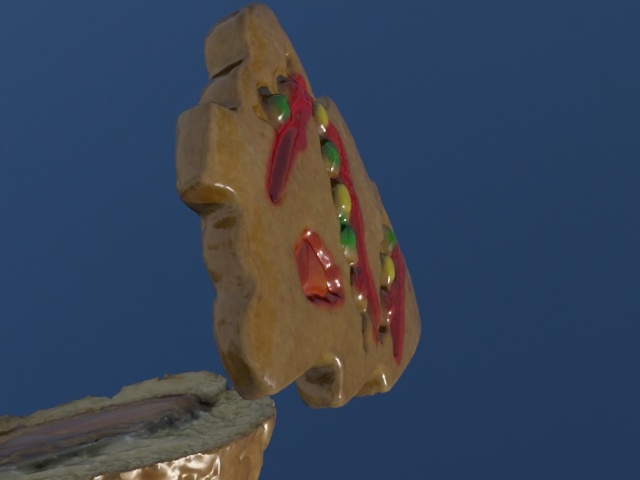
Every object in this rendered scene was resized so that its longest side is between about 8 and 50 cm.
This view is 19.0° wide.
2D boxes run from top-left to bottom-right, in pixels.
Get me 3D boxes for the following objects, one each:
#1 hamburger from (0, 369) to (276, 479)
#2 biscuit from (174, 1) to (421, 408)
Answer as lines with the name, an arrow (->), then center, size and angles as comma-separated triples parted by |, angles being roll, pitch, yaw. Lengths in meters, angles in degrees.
hamburger -> -0.172, 0.229, 1.335 | 0.330, 0.209, 0.162 | -16, -161, -28
biscuit -> 0.000, 0.000, 0.958 | 0.041, 0.238, 0.212 | -18, -121, 22
